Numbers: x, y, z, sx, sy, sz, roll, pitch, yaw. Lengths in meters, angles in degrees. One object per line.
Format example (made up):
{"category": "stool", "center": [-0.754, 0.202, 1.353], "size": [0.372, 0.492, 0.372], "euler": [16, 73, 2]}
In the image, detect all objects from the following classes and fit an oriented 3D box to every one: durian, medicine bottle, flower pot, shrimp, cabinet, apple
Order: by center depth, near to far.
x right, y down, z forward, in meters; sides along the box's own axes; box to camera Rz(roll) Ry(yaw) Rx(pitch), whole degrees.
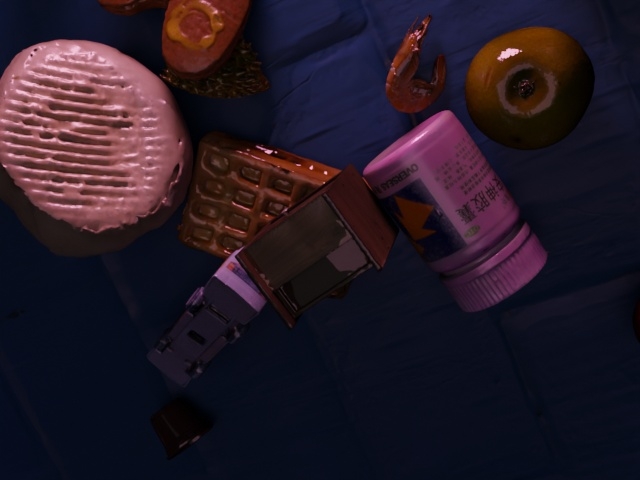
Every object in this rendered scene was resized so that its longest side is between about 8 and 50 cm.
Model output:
{"category": "apple", "center": [0.320, -0.232, 1.204], "size": [0.196, 0.157, 0.197], "euler": [3, 100, 16]}
{"category": "cabinet", "center": [0.000, 0.000, 1.207], "size": [0.174, 0.215, 0.148], "euler": [-34, 97, 20]}
{"category": "medicine bottle", "center": [0.218, -0.046, 1.268], "size": [0.178, 0.178, 0.291], "euler": [-34, 97, 19]}
{"category": "shrimp", "center": [0.166, -0.285, 1.278], "size": [0.095, 0.045, 0.163], "euler": [23, 108, 4]}
{"category": "durian", "center": [-0.183, -0.303, 1.306], "size": [0.186, 0.119, 0.108], "euler": [11, 112, 10]}
{"category": "flower pot", "center": [-0.281, 0.365, 1.546], "size": [0.111, 0.111, 0.089], "euler": [-43, 79, 20]}

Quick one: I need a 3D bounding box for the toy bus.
{"category": "toy bus", "center": [-0.190, 0.136, 1.377], "size": [0.109, 0.136, 0.329], "euler": [39, 136, -6]}

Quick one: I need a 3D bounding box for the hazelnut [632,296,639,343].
{"category": "hazelnut", "center": [0.605, 0.113, 1.246], "size": [0.170, 0.160, 0.201], "euler": [45, 115, -2]}

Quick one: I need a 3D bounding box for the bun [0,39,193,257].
{"category": "bun", "center": [-0.386, -0.144, 1.307], "size": [0.359, 0.211, 0.360], "euler": [5, 78, -22]}

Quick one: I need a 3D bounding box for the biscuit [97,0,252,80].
{"category": "biscuit", "center": [-0.245, -0.408, 1.263], "size": [0.276, 0.052, 0.262], "euler": [19, 81, 7]}

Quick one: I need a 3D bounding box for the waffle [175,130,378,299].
{"category": "waffle", "center": [-0.076, -0.046, 1.376], "size": [0.327, 0.098, 0.224], "euler": [19, 108, 7]}
